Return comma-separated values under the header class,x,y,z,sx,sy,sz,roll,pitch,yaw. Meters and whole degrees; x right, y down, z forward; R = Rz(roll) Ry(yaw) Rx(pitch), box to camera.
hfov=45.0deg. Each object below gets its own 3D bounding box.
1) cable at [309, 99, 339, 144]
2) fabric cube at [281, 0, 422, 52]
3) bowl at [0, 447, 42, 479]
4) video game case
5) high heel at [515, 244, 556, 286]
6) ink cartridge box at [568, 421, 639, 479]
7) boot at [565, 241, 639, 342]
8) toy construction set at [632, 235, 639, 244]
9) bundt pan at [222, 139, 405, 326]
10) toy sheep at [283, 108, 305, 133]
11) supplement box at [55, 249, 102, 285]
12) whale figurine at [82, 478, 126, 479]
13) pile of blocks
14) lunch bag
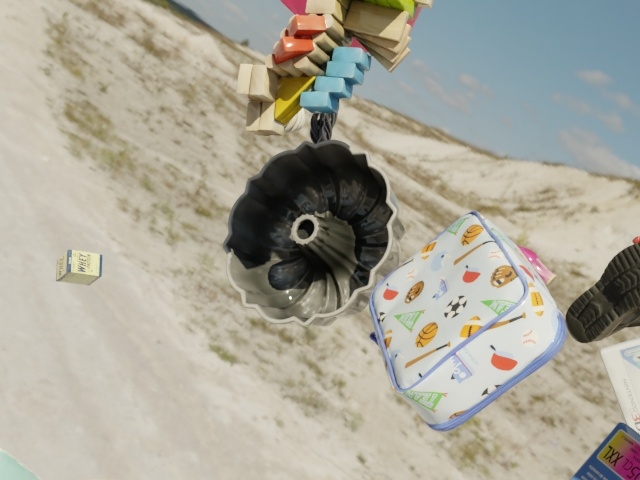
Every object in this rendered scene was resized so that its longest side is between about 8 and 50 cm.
class,x,y,z,sx,sy,sz,roll,pitch,yaw
cable,0.008,-0.313,2.013,0.047,0.185,0.150,14,5,-14
fabric cube,0.096,-0.628,1.821,0.254,0.258,0.259,-27,65,-38
bowl,-0.706,0.504,1.529,0.311,0.163,0.312,20,-36,15
video game case,0.841,0.341,1.734,0.036,0.328,0.300,-14,84,-69
high heel,0.422,0.103,1.686,0.117,0.082,0.244,43,-23,19
ink cartridge box,0.430,0.513,1.160,0.270,0.395,0.151,41,2,-30
boot,0.416,0.054,0.967,0.137,0.198,0.077,-4,62,-33
toy construction set,0.912,0.044,1.800,0.237,0.257,0.309,52,-22,-1
bundt pan,0.000,0.000,1.332,0.331,0.331,0.124,39,2,33
toy sheep,-0.074,-0.281,1.728,0.091,0.091,0.132,39,20,31
supplement box,-0.571,0.065,1.827,0.083,0.083,0.056,11,65,-35
whale figurine,-0.370,0.510,1.388,0.271,0.216,0.141,4,56,-29
pile of blocks,0.022,-0.274,1.029,0.149,0.362,0.112,45,12,19
lunch bag,0.180,0.102,1.045,0.115,0.243,0.303,43,14,-19
